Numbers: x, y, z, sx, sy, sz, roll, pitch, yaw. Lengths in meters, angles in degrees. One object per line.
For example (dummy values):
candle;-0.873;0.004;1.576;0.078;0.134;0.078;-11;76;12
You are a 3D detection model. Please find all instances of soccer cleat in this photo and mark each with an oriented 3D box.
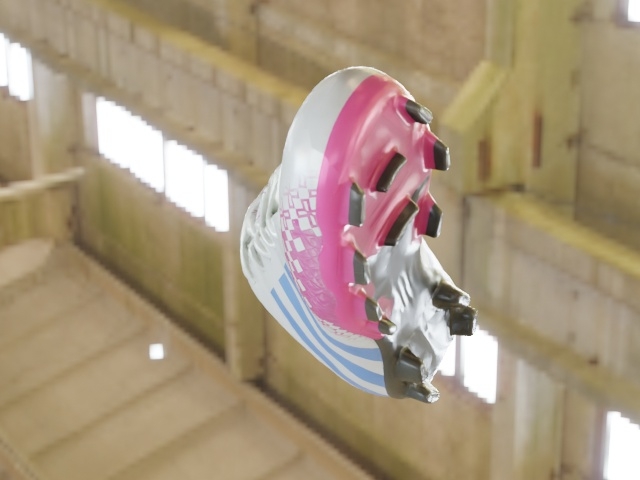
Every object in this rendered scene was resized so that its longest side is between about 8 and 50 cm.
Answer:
soccer cleat;0.000;0.000;0.990;0.143;0.331;0.116;23;-111;21
